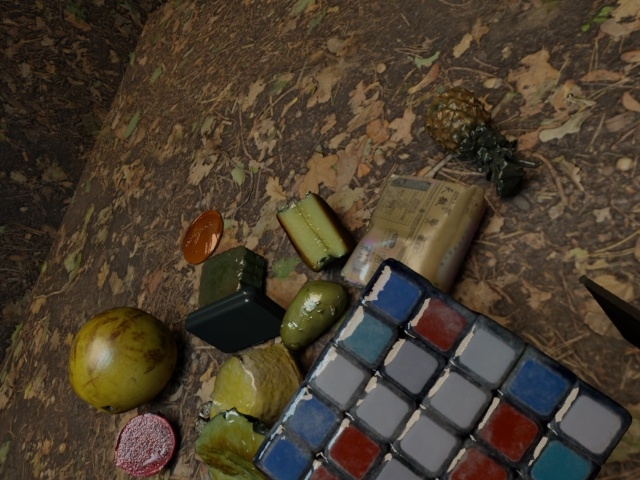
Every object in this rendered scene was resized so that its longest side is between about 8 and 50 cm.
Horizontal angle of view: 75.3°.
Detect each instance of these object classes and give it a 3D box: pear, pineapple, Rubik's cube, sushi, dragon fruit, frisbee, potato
[{"bbox_3d":[-0.538,0.324,1.133,0.281,0.281,0.280,-18,58,32],"label":"pear"},{"bbox_3d":[0.307,-0.189,0.807,0.128,0.128,0.248,-41,55,17],"label":"pineapple"},{"bbox_3d":[0.136,0.220,0.555,0.292,0.287,0.293,35,91,14],"label":"Rubik's cube"},{"bbox_3d":[-0.273,0.443,1.022,0.046,0.044,0.083,21,84,22],"label":"sushi"},{"bbox_3d":[-0.447,0.524,1.085,0.111,0.153,0.153,123,156,-67],"label":"dragon fruit"},{"bbox_3d":[-0.391,-0.016,1.346,0.192,0.035,0.192,-18,58,31],"label":"frisbee"},{"bbox_3d":[-0.021,0.164,0.919,0.105,0.085,0.188,39,99,22],"label":"potato"}]

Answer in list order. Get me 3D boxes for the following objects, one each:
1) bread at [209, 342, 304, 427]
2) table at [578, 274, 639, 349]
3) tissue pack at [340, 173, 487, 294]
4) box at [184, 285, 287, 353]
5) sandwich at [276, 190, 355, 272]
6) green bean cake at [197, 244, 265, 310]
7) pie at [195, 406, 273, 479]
[{"bbox_3d":[-0.128,0.313,0.867,0.197,0.170,0.197,-17,66,43],"label":"bread"},{"bbox_3d":[0.499,0.071,0.423,0.250,0.196,0.282,-49,30,9],"label":"table"},{"bbox_3d":[0.176,0.000,0.810,0.215,0.123,0.256,19,83,41],"label":"tissue pack"},{"bbox_3d":[-0.198,0.195,0.993,0.230,0.160,0.050,-25,39,27],"label":"box"},{"bbox_3d":[0.000,0.000,0.944,0.122,0.128,0.235,-40,42,9],"label":"sandwich"},{"bbox_3d":[-0.234,0.121,1.105,0.173,0.094,0.181,-19,57,32],"label":"green bean cake"},{"bbox_3d":[-0.085,0.419,0.692,0.296,0.371,0.078,24,41,23],"label":"pie"}]
